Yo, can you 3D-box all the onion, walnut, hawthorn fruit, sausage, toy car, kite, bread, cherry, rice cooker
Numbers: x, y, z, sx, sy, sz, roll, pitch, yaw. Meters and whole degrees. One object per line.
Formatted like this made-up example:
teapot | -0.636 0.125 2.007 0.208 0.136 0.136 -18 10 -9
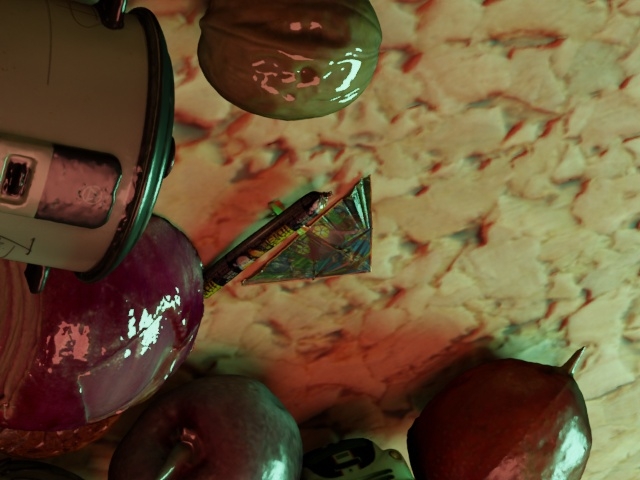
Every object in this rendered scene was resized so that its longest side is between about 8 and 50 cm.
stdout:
onion | -0.220 0.096 1.702 0.247 0.111 0.250 9 112 -27
walnut | -0.026 -0.174 1.517 0.162 0.140 0.140 10 132 -6
hawthorn fruit | 0.217 0.215 1.972 0.251 0.189 0.189 -49 131 4
sausage | -0.062 0.005 1.755 0.198 0.025 0.028 -36 119 24
toy car | 0.026 0.305 2.015 0.136 0.125 0.306 -19 162 -11
kite | 0.000 0.000 1.787 0.159 0.010 0.190 31 118 -35
bread | -0.288 0.153 1.815 0.193 0.064 0.193 -11 131 -13
cherry | -0.120 0.247 1.872 0.213 0.183 0.266 -32 162 -1
rice cooker | -0.232 -0.091 1.457 0.227 0.241 0.280 11 109 -23

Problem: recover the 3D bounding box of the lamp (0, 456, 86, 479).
lamp | -0.315 0.348 1.873 0.265 0.233 0.233 30 119 -37
